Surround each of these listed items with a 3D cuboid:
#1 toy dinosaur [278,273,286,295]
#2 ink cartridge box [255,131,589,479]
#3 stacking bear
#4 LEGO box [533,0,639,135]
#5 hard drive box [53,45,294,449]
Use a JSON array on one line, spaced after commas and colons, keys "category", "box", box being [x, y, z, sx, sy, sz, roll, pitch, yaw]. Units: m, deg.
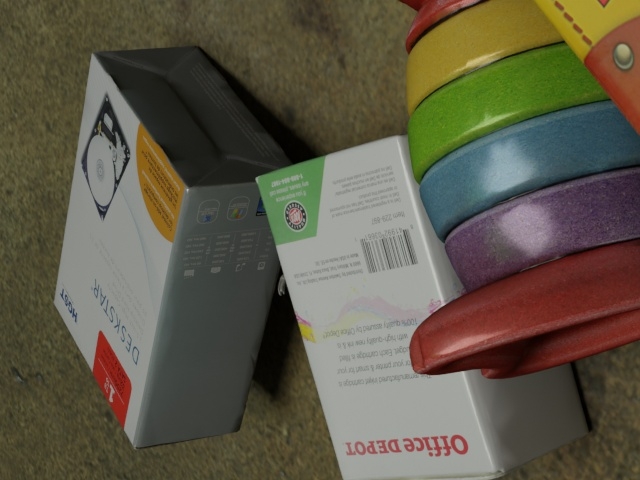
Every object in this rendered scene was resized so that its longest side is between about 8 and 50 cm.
[{"category": "toy dinosaur", "box": [0.000, 0.000, 1.189, 0.082, 0.047, 0.090, -30, 47, 60]}, {"category": "ink cartridge box", "box": [0.062, 0.040, 1.070, 0.154, 0.093, 0.212, -13, 92, 52]}, {"category": "stacking bear", "box": [0.110, -0.086, 0.921, 0.164, 0.175, 0.289, -20, 77, 22]}, {"category": "LEGO box", "box": [0.147, -0.295, 0.618, 0.500, 0.372, 0.193, 56, 139, 21]}, {"category": "hard drive box", "box": [-0.111, 0.004, 1.238, 0.181, 0.089, 0.232, 52, 139, 44]}]
